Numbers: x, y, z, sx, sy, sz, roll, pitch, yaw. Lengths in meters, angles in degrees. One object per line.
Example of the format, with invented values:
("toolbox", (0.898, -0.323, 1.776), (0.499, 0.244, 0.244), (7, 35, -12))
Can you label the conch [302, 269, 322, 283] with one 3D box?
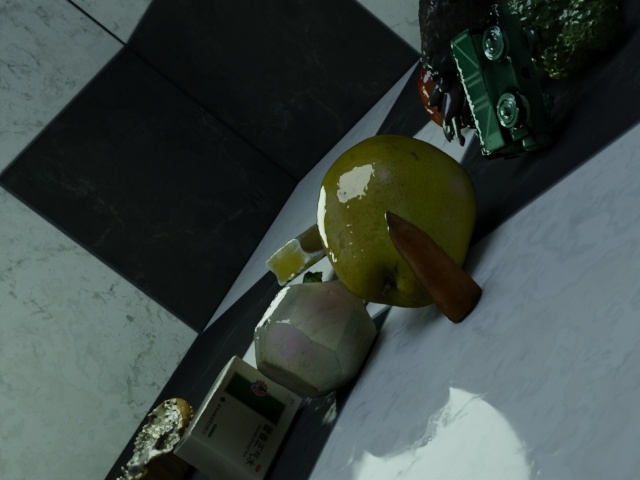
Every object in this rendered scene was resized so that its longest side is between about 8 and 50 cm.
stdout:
("conch", (-0.034, 0.123, 2.541), (0.121, 0.074, 0.089), (-50, -27, 1))

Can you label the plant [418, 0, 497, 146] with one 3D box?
("plant", (0.305, -0.364, 2.084), (0.182, 0.320, 0.194), (-11, 10, 29))

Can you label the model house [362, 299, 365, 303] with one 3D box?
("model house", (0.060, 0.134, 2.134), (0.083, 0.066, 0.078), (83, -148, -78))

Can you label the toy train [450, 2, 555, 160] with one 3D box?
("toy train", (0.325, -0.277, 1.780), (0.115, 0.269, 0.154), (-14, -5, -27))

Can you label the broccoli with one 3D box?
("broccoli", (0.450, -0.399, 1.926), (0.254, 0.186, 0.302), (-9, 6, 23))

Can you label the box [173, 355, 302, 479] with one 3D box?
("box", (-0.154, 0.356, 1.936), (0.095, 0.168, 0.212), (-48, 9, 44))

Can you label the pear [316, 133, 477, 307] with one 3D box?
("pear", (0.136, -0.036, 1.743), (0.285, 0.285, 0.336), (-50, 24, 9))

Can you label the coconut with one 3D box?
("coconut", (-0.013, 0.171, 1.876), (0.236, 0.197, 0.237), (-56, 7, 10))

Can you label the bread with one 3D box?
("bread", (-0.394, 0.530, 2.537), (0.274, 0.149, 0.274), (-46, 16, 17))

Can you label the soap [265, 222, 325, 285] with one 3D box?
("soap", (0.000, 0.000, 2.602), (0.274, 0.089, 0.173), (-36, -2, -43))

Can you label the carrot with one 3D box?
("carrot", (0.162, 0.031, 1.534), (0.072, 0.205, 0.072), (-37, 18, 14))

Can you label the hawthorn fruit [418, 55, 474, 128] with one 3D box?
("hawthorn fruit", (0.310, -0.349, 2.397), (0.173, 0.179, 0.173), (-25, 51, 36))
